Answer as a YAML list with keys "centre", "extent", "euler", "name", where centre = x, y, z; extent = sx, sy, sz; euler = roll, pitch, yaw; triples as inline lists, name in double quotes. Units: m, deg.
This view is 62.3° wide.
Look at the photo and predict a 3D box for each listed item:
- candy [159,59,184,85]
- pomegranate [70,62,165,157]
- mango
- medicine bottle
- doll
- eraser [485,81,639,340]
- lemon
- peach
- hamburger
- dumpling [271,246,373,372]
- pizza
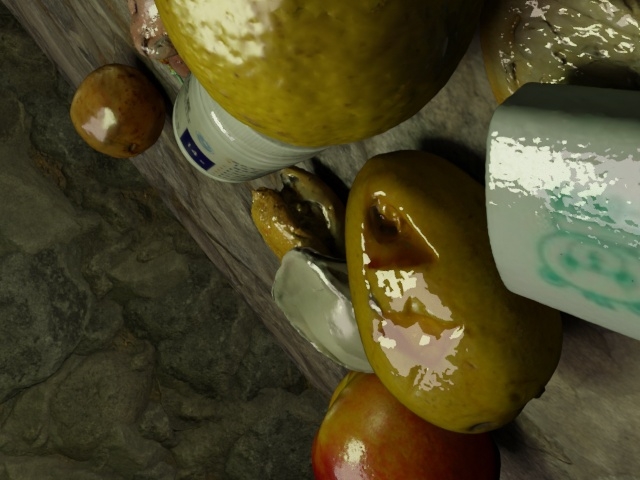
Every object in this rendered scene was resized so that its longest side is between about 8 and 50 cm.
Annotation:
- centre: [-0.306, -0.358, 1.132]
  extent: [0.060, 0.060, 0.201]
  euler: [40, 167, 26]
  name: "candy"
- centre: [-0.523, -0.335, 1.370]
  extent: [0.248, 0.248, 0.248]
  euler: [43, 161, 19]
  name: "pomegranate"
- centre: [0.147, 0.061, 0.649]
  extent: [0.252, 0.182, 0.365]
  euler: [-16, 99, 42]
  name: "mango"
- centre: [-0.078, -0.184, 0.694]
  extent: [0.190, 0.190, 0.332]
  euler: [54, 161, -14]
  name: "medicine bottle"
- centre: [-0.224, -0.315, 0.829]
  extent: [0.201, 0.156, 0.303]
  euler: [23, 159, 5]
  name: "doll"
- centre: [0.259, 0.002, 0.340]
  extent: [0.290, 0.104, 0.189]
  euler: [23, 148, 44]
  name: "eraser"
- centre: [0.001, -0.202, 0.395]
  extent: [0.253, 0.253, 0.310]
  euler: [39, 163, 29]
  name: "lemon"
- centre: [0.174, 0.421, 1.060]
  extent: [0.388, 0.388, 0.388]
  euler: [43, 161, 19]
  name: "peach"
- centre: [0.000, 0.000, 0.959]
  extent: [0.156, 0.144, 0.283]
  euler: [28, 156, 39]
  name: "hamburger"
- centre: [0.087, 0.139, 0.889]
  extent: [0.260, 0.340, 0.182]
  euler: [-52, 39, 48]
  name: "dumpling"
- centre: [0.225, -0.105, 0.394]
  extent: [0.262, 0.034, 0.181]
  euler: [39, 158, 30]
  name: "pizza"
